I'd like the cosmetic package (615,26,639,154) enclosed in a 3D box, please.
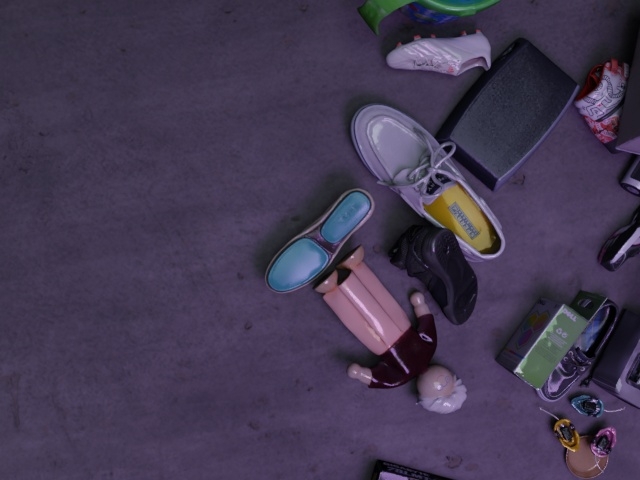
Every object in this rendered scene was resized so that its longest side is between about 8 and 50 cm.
[{"bbox_3d":[0.626,-0.292,1.263,0.153,0.129,0.296,12,86,-1],"label":"cosmetic package"}]

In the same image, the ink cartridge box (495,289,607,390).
[{"bbox_3d":[0.420,0.165,1.362,0.062,0.109,0.209,37,89,-5],"label":"ink cartridge box"}]

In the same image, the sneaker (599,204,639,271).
[{"bbox_3d":[0.608,-0.003,1.389,0.077,0.072,0.178,44,90,-5],"label":"sneaker"}]

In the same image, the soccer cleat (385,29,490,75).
[{"bbox_3d":[0.219,-0.334,1.351,0.196,0.068,0.076,-10,78,-7],"label":"soccer cleat"}]

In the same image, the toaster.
[{"bbox_3d":[0.615,0.241,1.377,0.168,0.110,0.185,28,90,-3],"label":"toaster"}]

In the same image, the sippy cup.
[{"bbox_3d":[0.212,-0.478,1.270,0.306,0.224,0.240,-3,91,-4],"label":"sippy cup"}]

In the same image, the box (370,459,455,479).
[{"bbox_3d":[0.207,0.593,1.380,0.293,0.073,0.295,16,90,-5],"label":"box"}]

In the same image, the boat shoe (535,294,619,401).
[{"bbox_3d":[0.484,0.206,1.383,0.080,0.076,0.228,36,89,-4],"label":"boat shoe"}]

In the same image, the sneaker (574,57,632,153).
[{"bbox_3d":[0.597,-0.301,1.368,0.270,0.090,0.145,-43,96,1],"label":"sneaker"}]

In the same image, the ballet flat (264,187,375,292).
[{"bbox_3d":[0.000,0.000,1.344,0.248,0.086,0.086,-41,94,4],"label":"ballet flat"}]

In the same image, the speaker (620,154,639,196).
[{"bbox_3d":[0.624,-0.151,1.393,0.055,0.055,0.136,32,90,-4],"label":"speaker"}]

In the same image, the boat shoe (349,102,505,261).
[{"bbox_3d":[0.196,-0.101,1.314,0.136,0.156,0.367,-40,94,-2],"label":"boat shoe"}]

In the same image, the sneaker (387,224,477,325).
[{"bbox_3d":[0.207,0.056,1.357,0.087,0.130,0.227,-46,128,-19],"label":"sneaker"}]

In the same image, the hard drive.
[{"bbox_3d":[0.351,-0.235,1.371,0.172,0.054,0.254,40,89,-4],"label":"hard drive"}]

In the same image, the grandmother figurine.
[{"bbox_3d":[0.133,0.183,1.346,0.208,0.104,0.342,-43,93,-7],"label":"grandmother figurine"}]

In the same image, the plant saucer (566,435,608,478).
[{"bbox_3d":[0.510,0.414,1.422,0.083,0.015,0.083,0,91,-3],"label":"plant saucer"}]

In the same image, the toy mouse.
[{"bbox_3d":[0.513,0.350,1.402,0.143,0.031,0.161,-30,78,-8],"label":"toy mouse"}]
